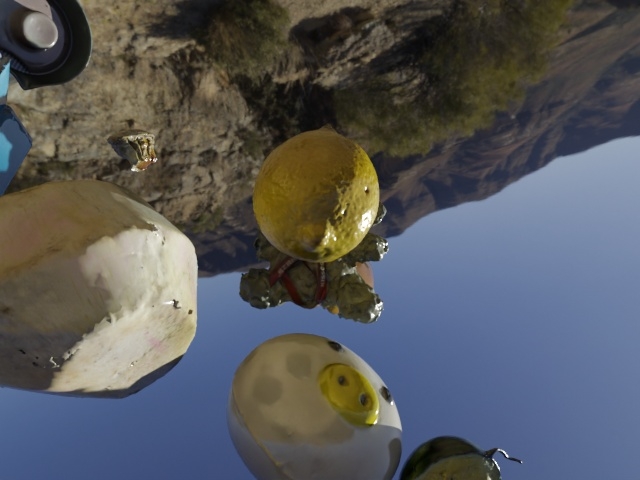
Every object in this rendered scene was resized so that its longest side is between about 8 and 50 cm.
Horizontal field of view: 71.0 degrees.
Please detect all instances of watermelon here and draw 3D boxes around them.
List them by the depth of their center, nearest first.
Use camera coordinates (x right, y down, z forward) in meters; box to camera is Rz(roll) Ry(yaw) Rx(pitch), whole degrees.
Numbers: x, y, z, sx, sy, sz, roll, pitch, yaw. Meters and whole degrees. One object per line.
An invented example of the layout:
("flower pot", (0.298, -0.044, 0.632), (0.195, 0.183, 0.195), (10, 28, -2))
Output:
("watermelon", (0.249, 0.477, 0.902), (0.232, 0.204, 0.127), (-58, -161, 3))

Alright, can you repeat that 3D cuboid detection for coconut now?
("coconut", (-0.366, 0.067, 0.651), (0.353, 0.352, 0.352), (-18, -174, 2))

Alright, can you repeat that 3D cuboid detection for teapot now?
("teapot", (-0.646, -0.456, 0.924), (0.344, 0.300, 0.253), (18, -178, 31))

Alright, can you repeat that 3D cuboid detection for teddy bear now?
("teddy bear", (0.000, 0.000, 1.119), (0.358, 0.367, 0.224), (8, -175, 12))

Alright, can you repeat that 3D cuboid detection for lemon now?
("lemon", (-0.010, -0.076, 0.813), (0.228, 0.228, 0.253), (-14, -142, 33))

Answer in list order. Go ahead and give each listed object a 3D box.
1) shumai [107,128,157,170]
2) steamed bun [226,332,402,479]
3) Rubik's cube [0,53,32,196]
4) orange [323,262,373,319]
("shumai", (-0.553, -0.263, 1.340), (0.146, 0.116, 0.145), (-17, 177, -1))
("steamed bun", (-0.013, 0.363, 0.920), (0.334, 0.374, 0.334), (-46, 176, -4))
("Rubik's cube", (-0.682, -0.176, 0.689), (0.368, 0.387, 0.358), (1, 142, -1))
("orange", (0.062, 0.108, 1.392), (0.196, 0.262, 0.334), (-14, 155, 13))
